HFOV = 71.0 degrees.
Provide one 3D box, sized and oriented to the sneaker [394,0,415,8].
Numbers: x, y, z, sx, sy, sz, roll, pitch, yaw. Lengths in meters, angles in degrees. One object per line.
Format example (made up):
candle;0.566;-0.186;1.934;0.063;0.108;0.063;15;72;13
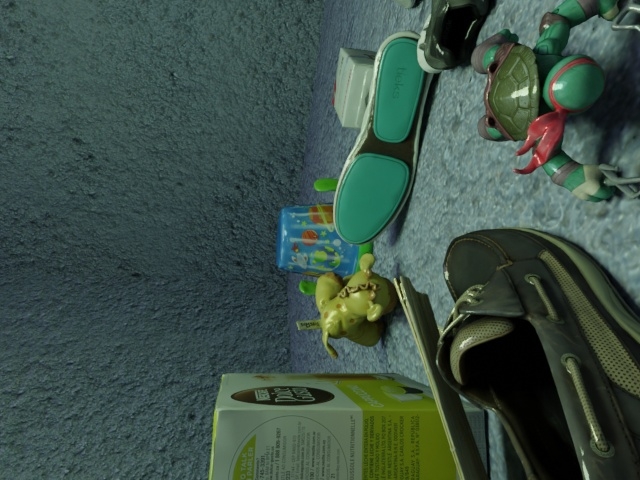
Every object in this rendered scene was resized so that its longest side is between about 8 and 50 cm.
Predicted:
sneaker;0.166;-0.530;0.803;0.147;0.104;0.296;-55;-3;13

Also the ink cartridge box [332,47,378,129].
ink cartridge box;0.104;-0.320;0.951;0.176;0.127;0.128;-100;17;-56

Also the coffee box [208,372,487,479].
coffee box;0.006;0.381;0.642;0.337;0.333;0.339;136;137;-76

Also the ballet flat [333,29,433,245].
ballet flat;0.125;-0.182;0.855;0.139;0.139;0.401;-104;24;-61

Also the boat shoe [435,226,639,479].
boat shoe;0.171;0.077;0.380;0.355;0.130;0.133;-109;25;-67

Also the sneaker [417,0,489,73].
sneaker;0.191;-0.347;0.609;0.106;0.078;0.235;-111;23;-62

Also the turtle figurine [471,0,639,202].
turtle figurine;0.197;-0.131;0.383;0.234;0.117;0.176;-96;12;-71

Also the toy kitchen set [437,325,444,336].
toy kitchen set;0.194;0.135;0.558;0.083;0.075;0.068;14;59;49

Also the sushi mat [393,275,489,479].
sushi mat;0.138;0.192;0.442;0.151;0.019;0.317;29;-137;-65

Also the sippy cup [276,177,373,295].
sippy cup;0.000;0.000;1.174;0.240;0.223;0.306;178;95;-81

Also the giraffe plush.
giraffe plush;0.078;0.117;0.893;0.170;0.210;0.182;-45;70;41
